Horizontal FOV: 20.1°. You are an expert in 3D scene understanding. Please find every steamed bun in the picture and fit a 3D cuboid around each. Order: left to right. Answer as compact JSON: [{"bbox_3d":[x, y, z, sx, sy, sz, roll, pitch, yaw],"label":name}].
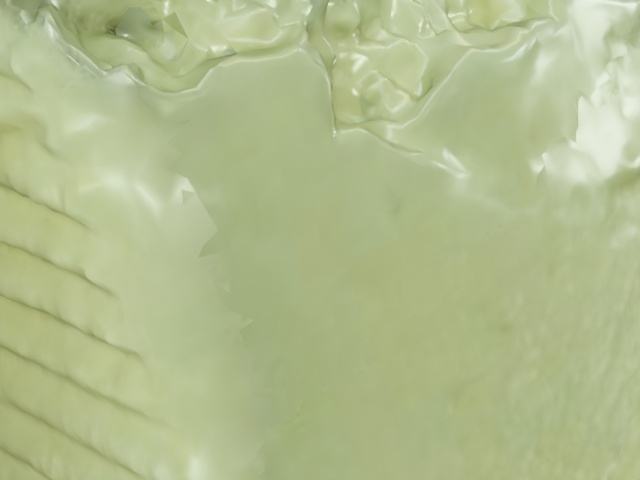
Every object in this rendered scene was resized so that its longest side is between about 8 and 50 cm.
[{"bbox_3d":[0.000,0.000,0.580,0.272,0.290,0.273,-21,97,-24],"label":"steamed bun"}]
